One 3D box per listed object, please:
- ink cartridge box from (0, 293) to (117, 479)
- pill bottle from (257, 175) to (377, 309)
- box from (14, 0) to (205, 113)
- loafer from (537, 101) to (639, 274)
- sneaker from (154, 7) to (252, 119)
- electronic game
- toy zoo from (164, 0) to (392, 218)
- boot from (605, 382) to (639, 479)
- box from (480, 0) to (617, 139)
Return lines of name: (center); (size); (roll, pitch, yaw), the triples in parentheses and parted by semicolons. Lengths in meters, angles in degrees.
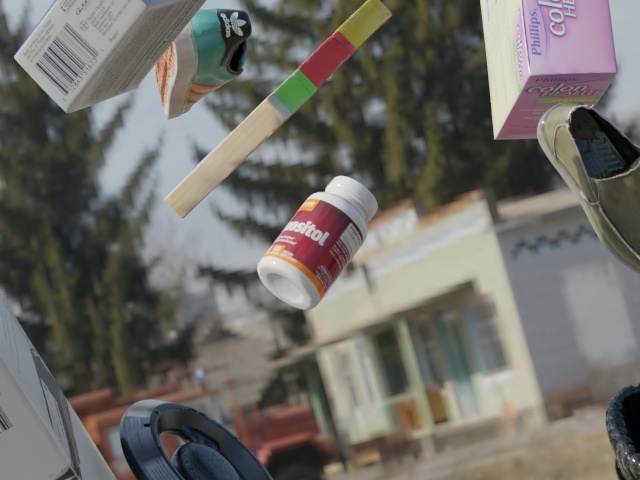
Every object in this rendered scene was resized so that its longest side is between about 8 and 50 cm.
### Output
ink cartridge box: (-0.398, 0.230, 1.824); (0.285, 0.395, 0.166); (-25, 33, 1)
pill bottle: (0.000, 0.000, 2.090); (0.152, 0.086, 0.086); (-53, 13, -25)
box: (-0.176, -0.188, 1.540); (0.126, 0.072, 0.137); (-48, -6, 25)
loafer: (0.341, -0.056, 2.022); (0.094, 0.251, 0.087); (-41, -5, -10)
sneaker: (-0.159, -0.240, 2.421); (0.121, 0.108, 0.302); (-13, -6, -12)
electronic game: (-0.124, 0.260, 1.940); (0.048, 0.229, 0.229); (-48, -16, 16)
toy zoo: (-0.032, -0.150, 1.843); (0.192, 0.030, 0.293); (-40, 6, 42)
boot: (0.454, 0.354, 2.133); (0.131, 0.260, 0.348); (-21, 38, -19)
box: (0.298, -0.274, 2.364); (0.117, 0.213, 0.243); (-2, -17, -5)
